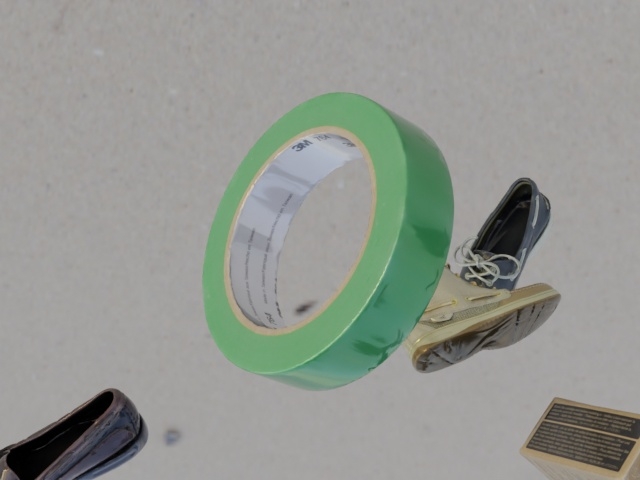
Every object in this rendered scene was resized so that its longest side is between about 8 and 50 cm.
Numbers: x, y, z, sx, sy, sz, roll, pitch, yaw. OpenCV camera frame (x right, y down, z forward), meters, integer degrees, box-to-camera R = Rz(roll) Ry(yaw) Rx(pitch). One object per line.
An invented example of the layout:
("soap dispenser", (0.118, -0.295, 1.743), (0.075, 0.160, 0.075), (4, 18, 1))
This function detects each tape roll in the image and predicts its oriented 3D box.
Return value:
("tape roll", (0.000, 0.000, 1.411), (0.077, 0.321, 0.321), (24, 135, -39))

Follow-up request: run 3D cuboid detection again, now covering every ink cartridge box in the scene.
("ink cartridge box", (0.374, 0.285, 1.483), (0.235, 0.088, 0.193), (40, 165, -22))

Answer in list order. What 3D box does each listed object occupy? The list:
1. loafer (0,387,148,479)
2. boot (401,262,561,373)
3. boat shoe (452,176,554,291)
("loafer", (-0.365, 0.281, 1.635), (0.303, 0.109, 0.095), (-30, 137, -13))
("boot", (0.160, 0.056, 1.528), (0.213, 0.165, 0.077), (-17, 142, -26))
("boat shoe", (0.227, 0.031, 1.703), (0.095, 0.254, 0.079), (20, 156, 38))
